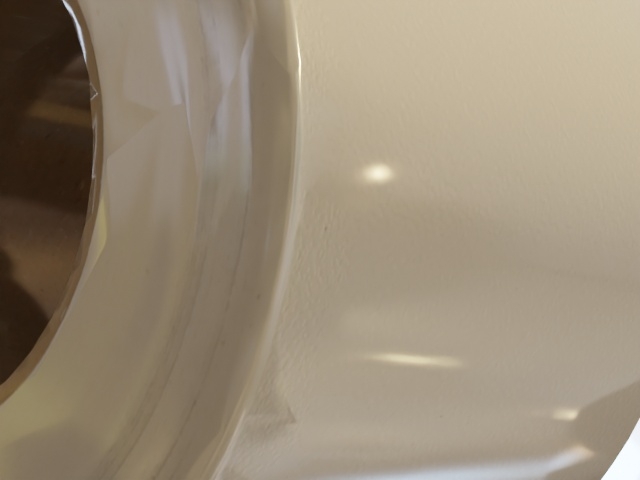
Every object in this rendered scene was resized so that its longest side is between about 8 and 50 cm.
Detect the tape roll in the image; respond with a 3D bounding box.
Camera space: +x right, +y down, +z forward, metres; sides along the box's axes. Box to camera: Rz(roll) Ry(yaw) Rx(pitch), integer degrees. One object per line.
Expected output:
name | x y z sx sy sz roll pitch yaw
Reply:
tape roll | -0.043 -0.011 0.456 0.246 0.246 0.169 5 0 42
